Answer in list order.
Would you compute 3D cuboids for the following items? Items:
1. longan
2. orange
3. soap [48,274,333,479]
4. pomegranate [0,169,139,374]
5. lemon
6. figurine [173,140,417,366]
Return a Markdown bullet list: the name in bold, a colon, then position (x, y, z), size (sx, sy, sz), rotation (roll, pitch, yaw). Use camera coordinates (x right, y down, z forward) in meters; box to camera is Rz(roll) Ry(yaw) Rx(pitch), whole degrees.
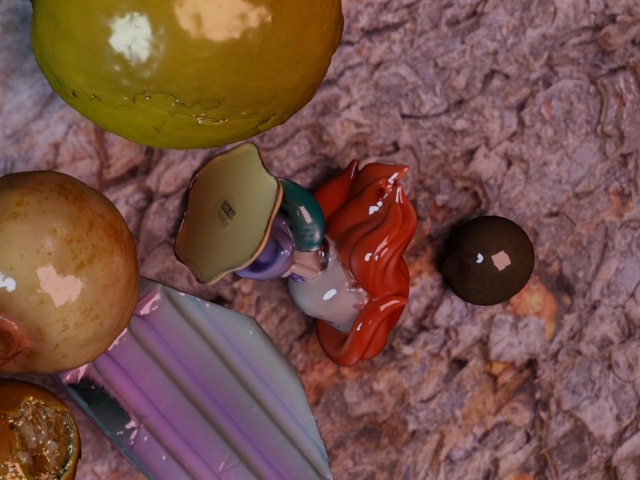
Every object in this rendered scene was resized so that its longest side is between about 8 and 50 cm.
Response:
- **longan**: position (0.190, 0.024, 2.010), size (0.113, 0.092, 0.113), rotation (-6, 122, -10)
- **orange**: position (-0.306, 0.213, 1.730), size (0.154, 0.134, 0.155), rotation (-20, 117, -48)
- **soap**: position (-0.125, 0.171, 1.846), size (0.193, 0.109, 0.324), rotation (-44, 118, -11)
- **pomegranate**: position (-0.273, 0.034, 1.678), size (0.207, 0.207, 0.207), rotation (-7, 104, -29)
- **lemon**: position (-0.126, -0.223, 1.663), size (0.297, 0.297, 0.297), rotation (-7, 104, -29)
- **figurine**: position (0.002, 0.007, 1.849), size (0.257, 0.181, 0.208), rotation (26, 67, -37)
